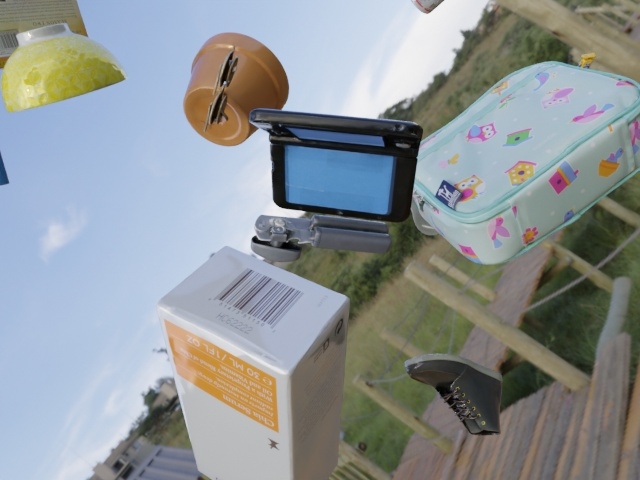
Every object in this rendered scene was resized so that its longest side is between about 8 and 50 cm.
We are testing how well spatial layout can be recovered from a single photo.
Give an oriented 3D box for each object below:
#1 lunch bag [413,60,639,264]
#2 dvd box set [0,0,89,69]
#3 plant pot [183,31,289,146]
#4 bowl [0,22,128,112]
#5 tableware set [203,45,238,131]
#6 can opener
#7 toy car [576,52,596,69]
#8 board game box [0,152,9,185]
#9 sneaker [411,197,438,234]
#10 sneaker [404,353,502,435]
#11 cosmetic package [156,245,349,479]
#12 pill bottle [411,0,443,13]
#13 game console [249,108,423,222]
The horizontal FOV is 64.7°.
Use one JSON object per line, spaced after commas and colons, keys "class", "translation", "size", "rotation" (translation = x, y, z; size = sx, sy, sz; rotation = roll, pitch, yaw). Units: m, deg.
{"class": "lunch bag", "translation": [0.245, -0.109, 0.654], "size": [0.279, 0.108, 0.224], "rotation": [-35, 36, 1]}
{"class": "dvd box set", "translation": [-0.830, -0.697, 1.371], "size": [0.307, 0.062, 0.421], "rotation": [-34, -59, -44]}
{"class": "plant pot", "translation": [-0.256, -0.408, 1.445], "size": [0.291, 0.290, 0.204], "rotation": [117, 175, -52]}
{"class": "bowl", "translation": [-0.631, -0.425, 1.209], "size": [0.289, 0.289, 0.156], "rotation": [-47, -50, -50]}
{"class": "tableware set", "translation": [-0.231, -0.363, 1.234], "size": [0.128, 0.039, 0.194], "rotation": [-79, 12, -49]}
{"class": "can opener", "translation": [0.000, 0.000, 1.040], "size": [0.076, 0.283, 0.095], "rotation": [-97, 17, -48]}
{"class": "toy car", "translation": [0.409, -0.259, 0.828], "size": [0.122, 0.060, 0.041], "rotation": [-23, -31, -11]}
{"class": "board game box", "translation": [-0.919, -0.334, 1.328], "size": [0.086, 0.302, 0.308], "rotation": [-16, -54, -29]}
{"class": "sneaker", "translation": [0.157, -0.083, 0.813], "size": [0.053, 0.152, 0.061], "rotation": [-12, 29, 35]}
{"class": "sneaker", "translation": [0.254, 0.286, 0.932], "size": [0.083, 0.222, 0.118], "rotation": [-43, 35, 51]}
{"class": "cosmetic package", "translation": [-0.097, 0.258, 0.830], "size": [0.161, 0.230, 0.453], "rotation": [-46, -33, -43]}
{"class": "pill bottle", "translation": [0.277, -0.595, 1.133], "size": [0.160, 0.087, 0.087], "rotation": [-31, 12, 41]}
{"class": "game console", "translation": [0.013, -0.054, 0.392], "size": [0.107, 0.122, 0.071], "rotation": [-20, -63, -81]}
